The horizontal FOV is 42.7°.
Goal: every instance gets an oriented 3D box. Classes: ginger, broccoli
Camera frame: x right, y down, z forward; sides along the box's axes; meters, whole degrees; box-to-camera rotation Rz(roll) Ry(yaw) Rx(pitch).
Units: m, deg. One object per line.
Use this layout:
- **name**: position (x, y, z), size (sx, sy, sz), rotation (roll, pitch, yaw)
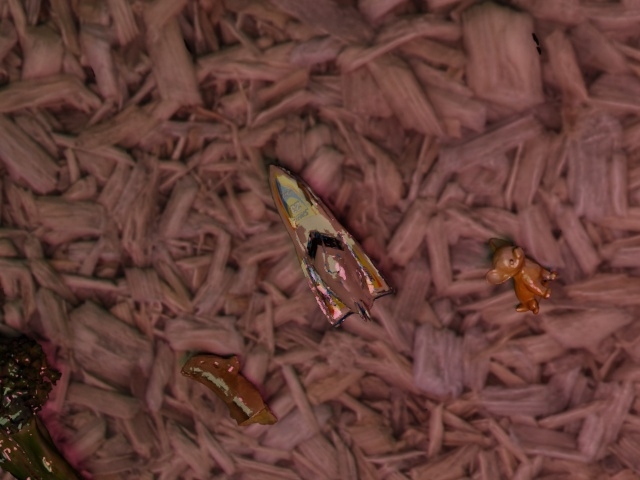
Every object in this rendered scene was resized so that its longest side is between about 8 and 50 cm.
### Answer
- **ginger**: position (-0.109, 0.189, 1.026), size (0.137, 0.044, 0.057), rotation (45, 127, -3)
- **broccoli**: position (-0.425, 0.261, 1.060), size (0.198, 0.177, 0.275), rotation (-6, 118, 7)

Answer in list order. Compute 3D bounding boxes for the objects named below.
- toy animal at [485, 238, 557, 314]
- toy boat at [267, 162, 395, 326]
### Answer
- **toy animal**: position (0.217, 0.040, 0.917), size (0.083, 0.060, 0.081), rotation (29, 146, 1)
- **toy boat**: position (0.000, 0.000, 0.934), size (0.084, 0.066, 0.210), rotation (-32, 98, 17)
